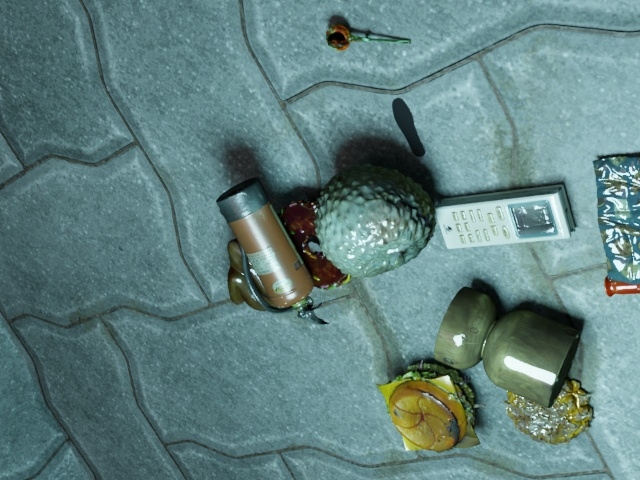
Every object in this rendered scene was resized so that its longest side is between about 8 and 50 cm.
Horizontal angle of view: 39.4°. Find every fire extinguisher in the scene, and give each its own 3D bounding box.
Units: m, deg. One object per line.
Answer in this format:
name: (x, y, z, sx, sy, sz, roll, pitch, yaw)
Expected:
fire extinguisher: (-0.119, 0.041, 2.099, 0.376, 0.113, 0.200, 61, 158, -12)

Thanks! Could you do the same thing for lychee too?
lychee: (0.112, -0.048, 1.892, 0.255, 0.255, 0.274, -56, 40, 42)

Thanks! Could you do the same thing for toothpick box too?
toothpick box: (0.606, 0.087, 1.770, 0.083, 0.047, 0.047, -7, 113, 39)

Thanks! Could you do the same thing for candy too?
candy: (0.096, -0.411, 1.826, 0.185, 0.049, 0.055, 8, 129, 21)

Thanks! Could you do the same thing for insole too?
insole: (0.186, -0.237, 1.889, 0.045, 0.002, 0.135, -16, 107, 41)

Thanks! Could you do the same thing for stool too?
stool: (0.399, 0.225, 1.911, 0.264, 0.179, 0.179, 21, 127, 23)

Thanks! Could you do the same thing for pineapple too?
pineapple: (0.504, 0.382, 2.009, 0.225, 0.076, 0.224, 16, 125, 24)

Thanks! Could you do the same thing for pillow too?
pillow: (0.614, -0.036, 1.673, 0.189, 0.034, 0.255, -1, 108, 36)

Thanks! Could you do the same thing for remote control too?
remote control: (0.375, -0.045, 1.842, 0.277, 0.055, 0.102, -6, 115, 37)

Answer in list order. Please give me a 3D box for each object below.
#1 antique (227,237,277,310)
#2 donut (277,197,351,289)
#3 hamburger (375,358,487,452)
antique: (-0.154, 0.069, 2.242, 0.143, 0.121, 0.256, 14, 125, 19)
donut: (0.000, 0.000, 2.110, 0.235, 0.089, 0.235, 18, 126, 26)
hamburger: (0.272, 0.391, 2.130, 0.262, 0.139, 0.243, -7, 115, 38)
